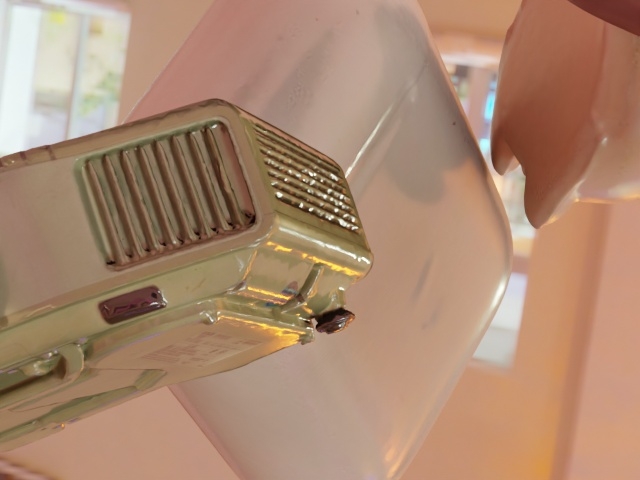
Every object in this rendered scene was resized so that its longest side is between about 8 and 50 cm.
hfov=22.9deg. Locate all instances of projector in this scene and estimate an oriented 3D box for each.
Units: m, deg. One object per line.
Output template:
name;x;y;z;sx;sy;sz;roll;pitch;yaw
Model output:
projector;-0.125;0.032;0.682;0.269;0.088;0.193;-23;165;16

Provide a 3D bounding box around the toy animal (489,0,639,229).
toy animal;0.257;-0.120;1.033;0.256;0.213;0.195;-4;-152;-15

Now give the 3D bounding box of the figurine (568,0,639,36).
figurine;0.161;-0.190;0.685;0.261;0.211;0.269;25;-164;11

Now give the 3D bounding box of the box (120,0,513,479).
box;-0.001;0.000;1.031;0.141;0.289;0.349;15;149;36
